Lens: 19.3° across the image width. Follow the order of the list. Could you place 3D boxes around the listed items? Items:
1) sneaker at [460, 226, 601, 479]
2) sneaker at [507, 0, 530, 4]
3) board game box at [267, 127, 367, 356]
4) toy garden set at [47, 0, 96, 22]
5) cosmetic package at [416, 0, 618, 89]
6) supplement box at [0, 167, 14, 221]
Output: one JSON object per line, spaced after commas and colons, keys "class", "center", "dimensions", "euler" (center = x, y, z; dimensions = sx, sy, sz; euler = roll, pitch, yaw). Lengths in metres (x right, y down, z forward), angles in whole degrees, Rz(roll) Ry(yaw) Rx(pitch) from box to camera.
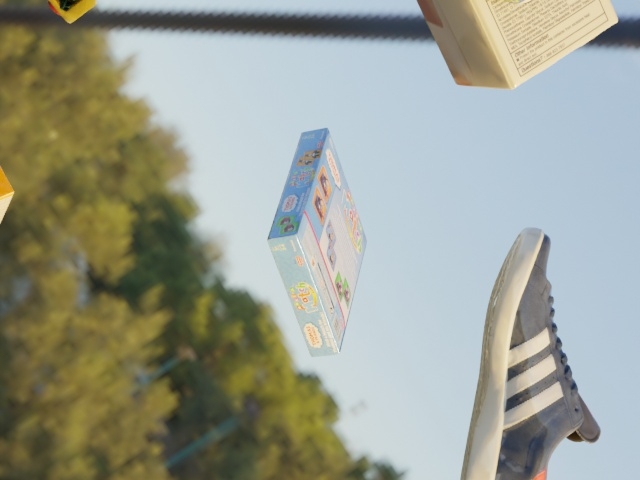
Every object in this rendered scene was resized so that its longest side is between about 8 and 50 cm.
{"class": "sneaker", "center": [0.258, 0.164, 2.187], "dimensions": [0.131, 0.148, 0.350], "euler": [82, 18, -86]}
{"class": "sneaker", "center": [0.223, -0.284, 1.811], "dimensions": [0.053, 0.144, 0.059], "euler": [50, 5, 27]}
{"class": "board game box", "center": [0.000, 0.000, 2.054], "dimensions": [0.211, 0.039, 0.160], "euler": [-73, 149, -53]}
{"class": "toy garden set", "center": [-0.227, -0.308, 1.626], "dimensions": [0.244, 0.204, 0.049], "euler": [47, 39, -19]}
{"class": "cosmetic package", "center": [0.159, -0.316, 1.896], "dimensions": [0.129, 0.153, 0.296], "euler": [16, -46, 65]}
{"class": "supplement box", "center": [-0.343, -0.048, 1.871], "dimensions": [0.062, 0.036, 0.098], "euler": [59, -28, 11]}
